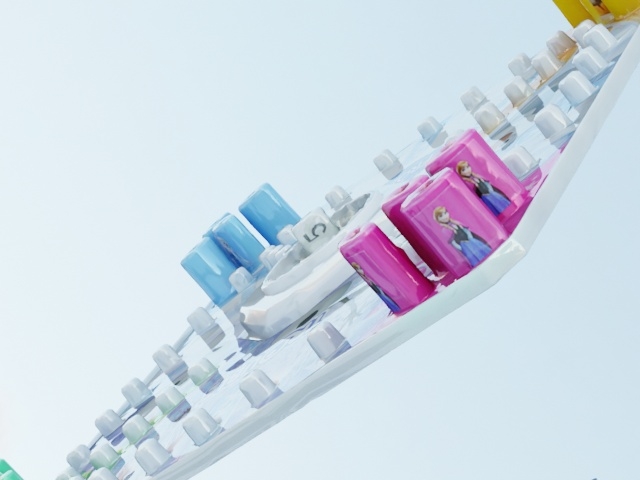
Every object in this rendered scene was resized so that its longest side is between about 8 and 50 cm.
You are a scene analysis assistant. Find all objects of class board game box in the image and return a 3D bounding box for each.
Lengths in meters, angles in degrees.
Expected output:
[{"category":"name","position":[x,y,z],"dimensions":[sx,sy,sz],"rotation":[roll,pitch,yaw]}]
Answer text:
[{"category":"board game box","position":[0.000,0.000,0.928],"dimensions":[0.390,0.390,0.050],"rotation":[-35,-81,34]}]

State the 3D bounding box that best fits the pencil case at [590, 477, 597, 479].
[{"category":"pencil case","position":[0.195,0.220,0.677],"dimensions":[0.133,0.119,0.306],"rotation":[-45,-104,30]}]
